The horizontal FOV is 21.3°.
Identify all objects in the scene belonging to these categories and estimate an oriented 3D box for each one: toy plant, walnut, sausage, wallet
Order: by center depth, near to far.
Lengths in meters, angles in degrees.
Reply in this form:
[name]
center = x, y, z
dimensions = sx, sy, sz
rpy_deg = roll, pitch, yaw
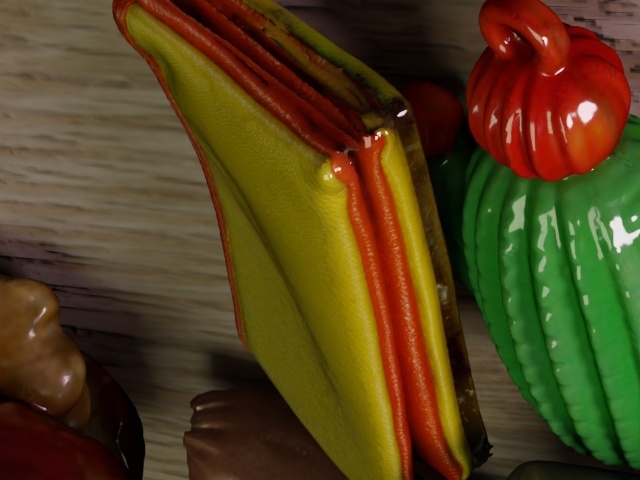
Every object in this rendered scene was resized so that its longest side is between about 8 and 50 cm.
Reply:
[toy plant]
center = 0.092, 0.001, 0.642
dimensions = 0.240, 0.088, 0.154
rpy_deg = 50, 160, -26
[wallet]
center = 0.000, 0.000, 0.678
dimensions = 0.141, 0.067, 0.241
rpy_deg = 43, 161, 34
[walnut]
center = -0.213, 0.108, 0.864
dimensions = 0.269, 0.244, 0.222
rpy_deg = 3, -178, 12
[sausage]
center = 0.110, 0.193, 0.913
dimensions = 0.433, 0.088, 0.088
rpy_deg = 30, 145, -15

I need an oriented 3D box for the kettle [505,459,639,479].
[kettle]
center = 0.232, 0.238, 0.744
dimensions = 0.342, 0.247, 0.319
rpy_deg = 8, 176, -2
